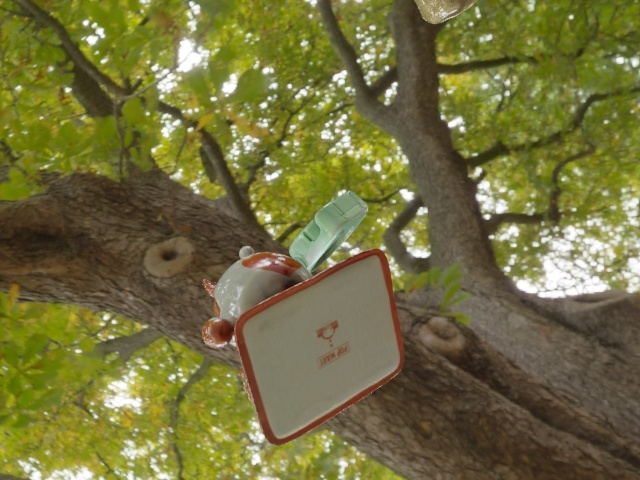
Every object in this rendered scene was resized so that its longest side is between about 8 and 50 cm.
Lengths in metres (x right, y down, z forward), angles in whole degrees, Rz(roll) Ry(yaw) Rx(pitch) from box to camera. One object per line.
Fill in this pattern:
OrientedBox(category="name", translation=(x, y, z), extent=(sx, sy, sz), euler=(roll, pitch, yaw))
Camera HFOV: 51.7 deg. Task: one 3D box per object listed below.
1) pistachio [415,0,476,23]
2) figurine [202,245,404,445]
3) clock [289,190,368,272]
OrientedBox(category="pistachio", translation=(0.225, -0.507, 1.145), extent=(0.162, 0.181, 0.293), euler=(11, -114, -7))
OrientedBox(category="figurine", translation=(-0.054, 0.081, 0.748), extent=(0.183, 0.226, 0.160), euler=(-25, -64, -27))
OrientedBox(category="clock", translation=(0.000, 0.000, 1.334), extent=(0.066, 0.211, 0.159), euler=(44, -148, 8))
